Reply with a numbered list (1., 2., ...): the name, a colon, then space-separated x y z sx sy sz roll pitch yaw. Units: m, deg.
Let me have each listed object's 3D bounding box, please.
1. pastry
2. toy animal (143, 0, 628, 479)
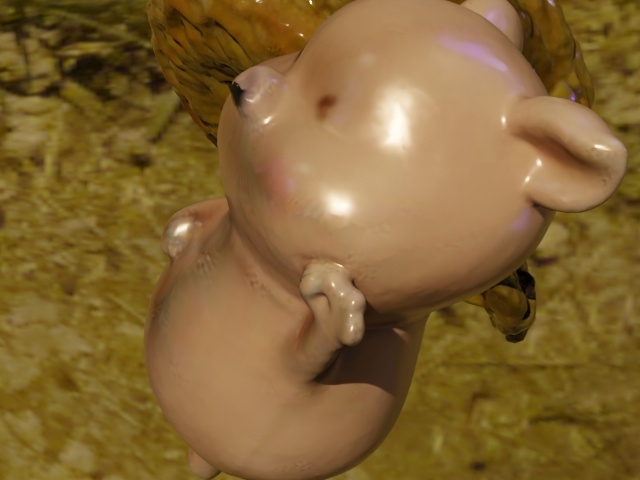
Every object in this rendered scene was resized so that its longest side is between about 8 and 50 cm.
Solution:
1. pastry: 0.036 -0.086 0.875 0.235 0.240 0.132 32 74 21
2. toy animal: 0.005 0.001 0.409 0.089 0.150 0.083 0 50 -44
